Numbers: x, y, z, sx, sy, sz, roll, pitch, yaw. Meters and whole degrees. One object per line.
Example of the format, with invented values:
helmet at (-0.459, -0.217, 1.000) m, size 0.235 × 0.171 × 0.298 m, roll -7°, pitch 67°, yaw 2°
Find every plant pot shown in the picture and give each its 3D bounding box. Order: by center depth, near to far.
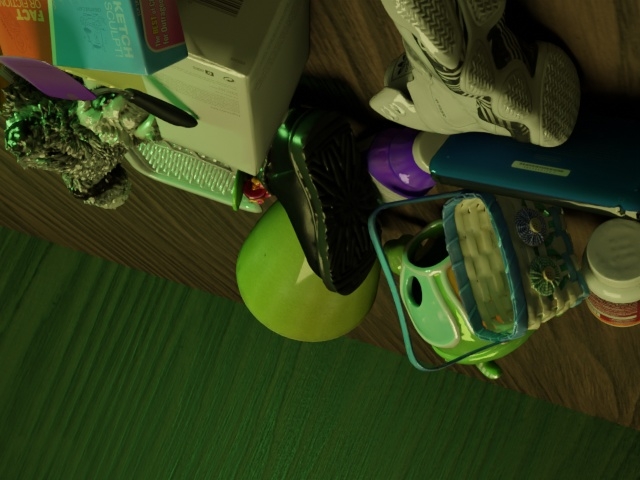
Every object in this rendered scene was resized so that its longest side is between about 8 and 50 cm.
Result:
plant pot at (0.000, 0.000, 2.235) m, size 0.275 × 0.274 × 0.293 m, roll 22°, pitch 151°, yaw 1°

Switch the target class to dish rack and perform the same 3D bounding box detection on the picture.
dish rack at (-0.247, -0.163, 2.302) m, size 0.286 × 0.072 × 0.333 m, roll 18°, pitch 166°, yaw 13°

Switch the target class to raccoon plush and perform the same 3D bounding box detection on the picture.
raccoon plush at (-0.308, -0.190, 2.042) m, size 0.299 × 0.216 × 0.446 m, roll 5°, pitch 168°, yaw 18°

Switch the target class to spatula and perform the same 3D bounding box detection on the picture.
spatula at (-0.235, -0.163, 1.404) m, size 0.084 × 0.030 × 0.296 m, roll 9°, pitch 179°, yaw 34°

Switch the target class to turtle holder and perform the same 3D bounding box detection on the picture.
turtle holder at (0.251, 0.063, 2.158) m, size 0.227 × 0.243 × 0.320 m, roll 47°, pitch -164°, yaw -28°

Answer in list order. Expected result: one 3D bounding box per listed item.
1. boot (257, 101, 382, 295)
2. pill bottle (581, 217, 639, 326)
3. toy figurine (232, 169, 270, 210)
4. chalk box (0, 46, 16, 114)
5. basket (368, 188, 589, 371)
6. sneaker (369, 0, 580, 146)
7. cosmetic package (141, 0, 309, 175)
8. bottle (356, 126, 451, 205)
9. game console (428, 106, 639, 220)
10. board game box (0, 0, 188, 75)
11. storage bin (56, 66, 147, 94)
boot at (-0.050, -0.093, 1.901) m, size 0.260 × 0.131 × 0.348 m, roll 21°, pitch 137°, yaw 39°
pill bottle at (0.464, 0.049, 1.906) m, size 0.121 × 0.121 × 0.221 m, roll 17°, pitch 166°, yaw 19°
toy figurine at (-0.052, -0.117, 2.038) m, size 0.159 × 0.173 × 0.130 m, roll 7°, pitch 148°, yaw 4°
chalk box at (-0.628, -0.342, 1.965) m, size 0.289 × 0.180 × 0.179 m, roll 16°, pitch 166°, yaw 18°
basket at (0.233, 0.036, 1.841) m, size 0.289 × 0.254 × 0.201 m, roll -17°, pitch 178°, yaw -13°
sneaker at (0.124, -0.211, 1.378) m, size 0.210 × 0.137 × 0.366 m, roll 6°, pitch 163°, yaw 41°
cosmetic package at (-0.112, -0.239, 1.529) m, size 0.155 × 0.197 × 0.365 m, roll 21°, pitch 165°, yaw 3°
bottle at (0.118, -0.115, 1.867) m, size 0.118 × 0.092 × 0.283 m, roll 32°, pitch 164°, yaw -14°
game console at (0.324, -0.078, 1.546) m, size 0.293 × 0.250 × 0.173 m, roll 13°, pitch 137°, yaw 33°
board game box at (-0.272, -0.336, 1.275) m, size 0.242 × 0.064 × 0.316 m, roll 11°, pitch 123°, yaw 38°
storage bin at (-0.301, -0.314, 1.688) m, size 0.260 × 0.123 × 0.262 m, roll 21°, pitch 167°, yaw 7°
